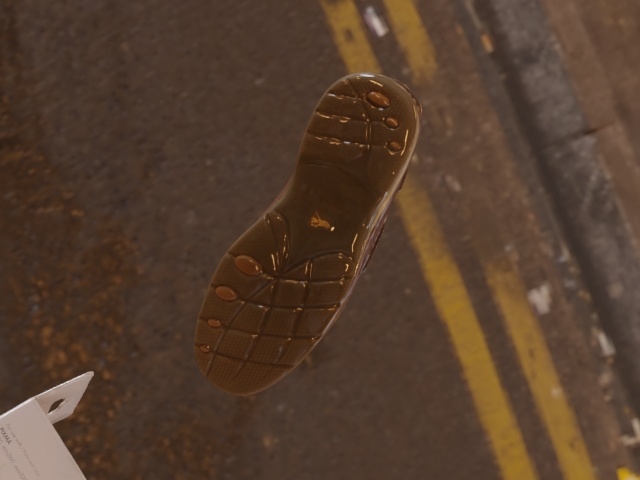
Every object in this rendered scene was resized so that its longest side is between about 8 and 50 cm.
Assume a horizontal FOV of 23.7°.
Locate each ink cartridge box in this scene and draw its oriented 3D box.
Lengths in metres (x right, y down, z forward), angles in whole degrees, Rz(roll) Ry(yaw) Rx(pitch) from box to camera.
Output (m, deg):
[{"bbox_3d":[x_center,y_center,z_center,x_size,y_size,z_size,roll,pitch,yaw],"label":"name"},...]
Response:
[{"bbox_3d":[-0.217,0.166,0.946,0.198,0.115,0.067,-30,81,-25],"label":"ink cartridge box"}]

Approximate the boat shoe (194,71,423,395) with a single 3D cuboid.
[{"bbox_3d":[0.000,-0.001,0.760,0.064,0.178,0.060,33,12,13],"label":"boat shoe"}]
